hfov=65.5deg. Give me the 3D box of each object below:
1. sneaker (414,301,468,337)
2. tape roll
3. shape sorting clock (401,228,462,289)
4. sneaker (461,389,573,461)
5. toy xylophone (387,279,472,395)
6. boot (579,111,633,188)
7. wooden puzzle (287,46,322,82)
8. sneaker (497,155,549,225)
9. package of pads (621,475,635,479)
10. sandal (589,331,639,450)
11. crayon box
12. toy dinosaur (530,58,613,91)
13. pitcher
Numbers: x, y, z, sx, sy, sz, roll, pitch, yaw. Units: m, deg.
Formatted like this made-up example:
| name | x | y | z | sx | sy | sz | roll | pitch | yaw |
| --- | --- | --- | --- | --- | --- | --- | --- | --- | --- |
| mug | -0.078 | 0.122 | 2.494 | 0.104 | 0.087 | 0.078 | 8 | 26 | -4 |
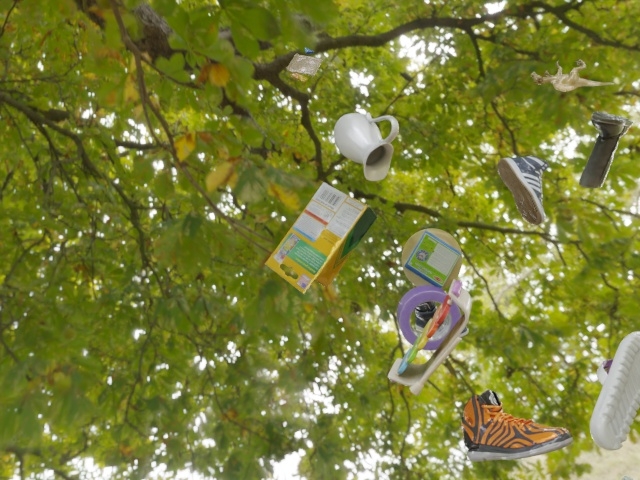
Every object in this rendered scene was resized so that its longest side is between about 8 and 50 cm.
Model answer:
| name | x | y | z | sx | sy | sz | roll | pitch | yaw |
| --- | --- | --- | --- | --- | --- | --- | --- | --- | --- |
| sneaker | 0.488 | 0.309 | 2.036 | 0.086 | 0.227 | 0.163 | -43 | -49 | -48 |
| tape roll | 0.334 | 0.238 | 1.542 | 0.189 | 0.080 | 0.188 | 0 | -81 | 3 |
| shape sorting clock | 0.366 | 0.063 | 1.634 | 0.207 | 0.206 | 0.040 | -16 | -2 | -11 |
| sneaker | 0.501 | 0.490 | 1.343 | 0.125 | 0.179 | 0.321 | 8 | -27 | -37 |
| toy xylophone | 0.289 | 0.257 | 1.281 | 0.322 | 0.081 | 0.236 | -59 | -11 | 15 |
| boot | 0.785 | -0.250 | 1.408 | 0.190 | 0.076 | 0.208 | 1 | -56 | -33 |
| wooden puzzle | -0.040 | -0.444 | 1.263 | 0.116 | 0.079 | 0.014 | -58 | -17 | -27 |
| sneaker | 0.769 | -0.192 | 1.789 | 0.153 | 0.282 | 0.099 | -12 | -26 | -16 |
| package of pads | 0.825 | 0.694 | 1.099 | 0.296 | 0.229 | 0.101 | 43 | -92 | -5 |
| sandal | 0.861 | 0.415 | 1.452 | 0.416 | 0.102 | 0.169 | -40 | -77 | -31 |
| crayon box | 0.000 | 0.000 | 1.543 | 0.322 | 0.203 | 0.083 | -54 | -39 | -3 |
| toy dinosaur | 0.609 | -0.390 | 1.205 | 0.092 | 0.183 | 0.053 | -61 | -29 | -28 |
| pitcher | 0.130 | -0.291 | 1.382 | 0.126 | 0.207 | 0.177 | 5 | -55 | -35 |
